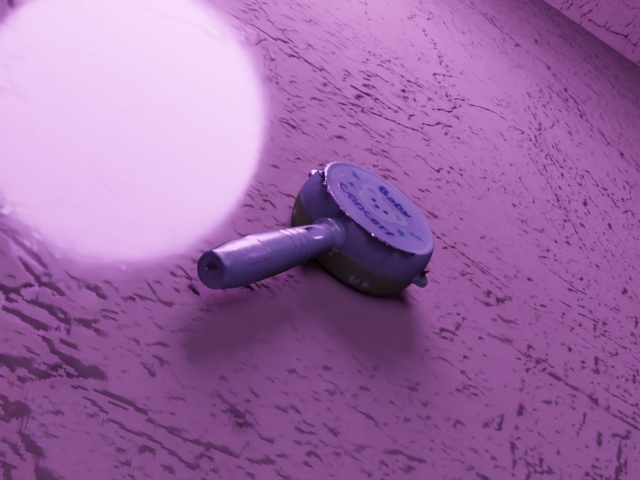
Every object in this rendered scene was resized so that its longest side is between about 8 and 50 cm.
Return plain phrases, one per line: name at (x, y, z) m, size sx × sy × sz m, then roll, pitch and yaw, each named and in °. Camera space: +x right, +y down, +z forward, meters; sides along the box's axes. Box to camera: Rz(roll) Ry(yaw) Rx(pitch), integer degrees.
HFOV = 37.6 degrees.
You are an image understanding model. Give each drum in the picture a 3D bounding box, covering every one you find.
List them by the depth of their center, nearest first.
drum at (-0.011, -0.015, 0.689) m, size 0.253 × 0.049 × 0.130 m, roll 4°, pitch 42°, yaw -49°
